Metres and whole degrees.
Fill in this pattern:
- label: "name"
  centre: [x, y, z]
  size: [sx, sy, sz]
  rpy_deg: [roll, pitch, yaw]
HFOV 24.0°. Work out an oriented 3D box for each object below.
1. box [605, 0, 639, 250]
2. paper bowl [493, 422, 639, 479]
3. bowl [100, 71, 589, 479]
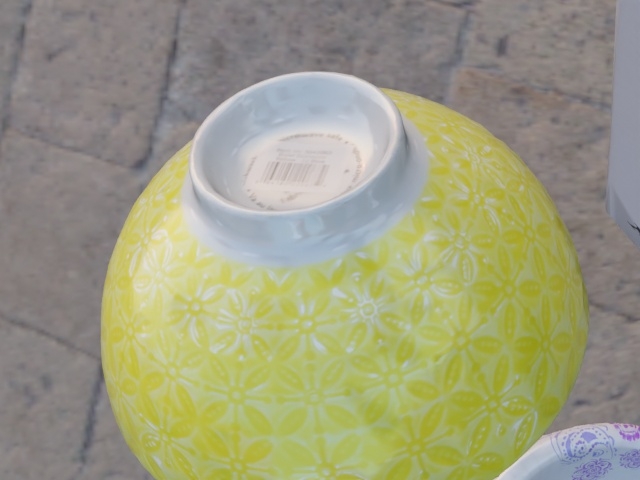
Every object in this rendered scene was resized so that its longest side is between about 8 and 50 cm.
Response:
- label: "box"
  centre: [0.152, 0.017, 0.301]
  size: [0.058, 0.322, 0.232]
  rpy_deg: [-38, 71, -1]
- label: "paper bowl"
  centre: [0.230, 0.302, 1.278]
  size: [0.148, 0.284, 0.284]
  rpy_deg: [135, 120, -74]
- label: "bowl"
  centre: [0.000, 0.000, 0.839]
  size: [0.289, 0.289, 0.156]
  rpy_deg: [20, 144, 31]
